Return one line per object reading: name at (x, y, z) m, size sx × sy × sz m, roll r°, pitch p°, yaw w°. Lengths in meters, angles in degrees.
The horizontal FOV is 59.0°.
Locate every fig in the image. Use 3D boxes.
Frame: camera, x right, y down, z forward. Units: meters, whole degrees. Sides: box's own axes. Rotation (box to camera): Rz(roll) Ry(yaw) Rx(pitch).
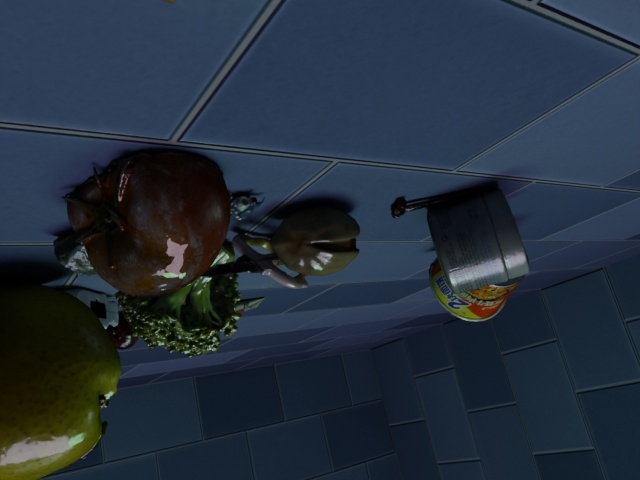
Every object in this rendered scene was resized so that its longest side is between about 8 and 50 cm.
fig at (-0.483, 0.220, 1.405) m, size 0.089 × 0.089 × 0.125 m, roll -15°, pitch -175°, yaw 5°

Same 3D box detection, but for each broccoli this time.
broccoli at (-0.248, 0.127, 1.084) m, size 0.273 × 0.180 × 0.242 m, roll -25°, pitch 159°, yaw 33°

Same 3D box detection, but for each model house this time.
model house at (-0.342, 0.006, 0.853) m, size 0.083 × 0.066 × 0.079 m, roll -36°, pitch 147°, yaw 12°

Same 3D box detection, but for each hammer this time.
hammer at (0.220, -0.075, 1.062) m, size 0.178 × 0.021 × 0.065 m, roll -12°, pitch 162°, yaw -5°

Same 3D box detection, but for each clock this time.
clock at (-0.506, 0.152, 1.145) m, size 0.117 × 0.080 × 0.176 m, roll -15°, pitch 165°, yaw 7°

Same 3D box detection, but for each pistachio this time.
pistachio at (0.000, 0.000, 0.979) m, size 0.124 × 0.124 × 0.185 m, roll -26°, pitch 164°, yaw 36°

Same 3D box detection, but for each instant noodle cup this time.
instant noodle cup at (0.394, 0.072, 1.388) m, size 0.213 × 0.213 × 0.174 m, roll -9°, pitch 155°, yaw -14°

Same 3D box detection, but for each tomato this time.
tomato at (-0.217, -0.006, 0.738) m, size 0.214 × 0.155 × 0.181 m, roll -27°, pitch 162°, yaw 36°

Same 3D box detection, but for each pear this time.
pear at (-0.540, 0.214, 0.909) m, size 0.386 × 0.340 × 0.191 m, roll 7°, pitch 159°, yaw 9°

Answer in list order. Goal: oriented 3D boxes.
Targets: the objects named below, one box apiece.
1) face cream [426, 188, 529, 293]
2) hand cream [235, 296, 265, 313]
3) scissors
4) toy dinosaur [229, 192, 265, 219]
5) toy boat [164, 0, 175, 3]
face cream at (0.304, 0.004, 1.107) m, size 0.153 × 0.177 × 0.177 m, roll -17°, pitch 163°, yaw 13°
hand cream at (-0.264, 0.192, 1.532) m, size 0.234 × 0.050 × 0.080 m, roll -10°, pitch 160°, yaw -31°
scissors at (-0.109, 0.038, 0.935) m, size 0.024 × 0.160 × 0.317 m, roll -58°, pitch 164°, yaw 14°
toy dinosaur at (-0.124, -0.053, 0.853) m, size 0.083 × 0.030 × 0.047 m, roll -1°, pitch 161°, yaw -36°
toy boat at (-0.095, -0.216, 0.304) m, size 0.077 × 0.057 × 0.200 m, roll -16°, pitch 163°, yaw -9°
